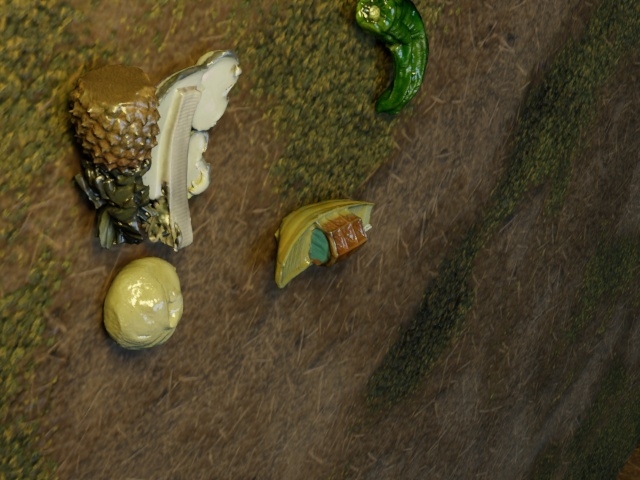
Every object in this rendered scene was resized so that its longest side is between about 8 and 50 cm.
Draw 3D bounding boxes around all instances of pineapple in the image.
[{"bbox_3d":[-0.160,-0.060,1.141,0.074,0.074,0.159,-39,145,-41],"label":"pineapple"}]

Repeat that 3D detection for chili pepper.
[{"bbox_3d":[0.074,-0.201,1.464,0.073,0.050,0.182,-63,156,-22],"label":"chili pepper"}]

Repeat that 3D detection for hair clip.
[{"bbox_3d":[-0.119,-0.079,1.220,0.116,0.049,0.172,-25,129,-58],"label":"hair clip"}]

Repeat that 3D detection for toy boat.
[{"bbox_3d":[0.000,0.000,1.470,0.172,0.066,0.065,-30,138,-48],"label":"toy boat"}]

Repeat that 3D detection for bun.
[{"bbox_3d":[-0.151,0.060,1.262,0.086,0.055,0.086,-42,144,-40],"label":"bun"}]
